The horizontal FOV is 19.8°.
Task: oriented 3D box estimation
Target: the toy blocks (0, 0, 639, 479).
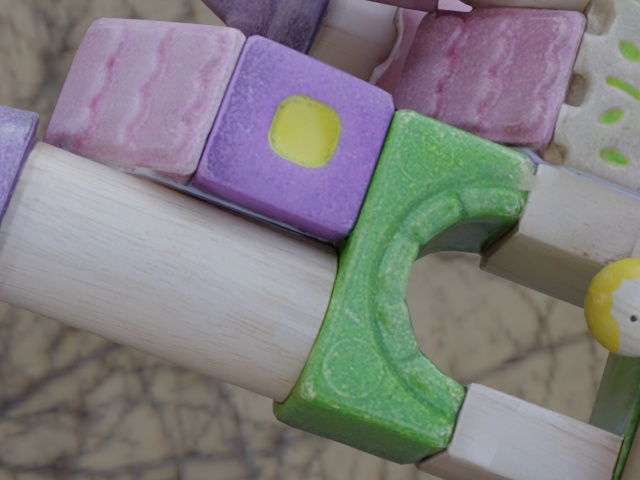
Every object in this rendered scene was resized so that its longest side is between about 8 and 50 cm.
[{"bbox_3d":[0.000,0.000,0.457,0.309,0.260,0.288,136,-26,-74],"label":"toy blocks"}]
